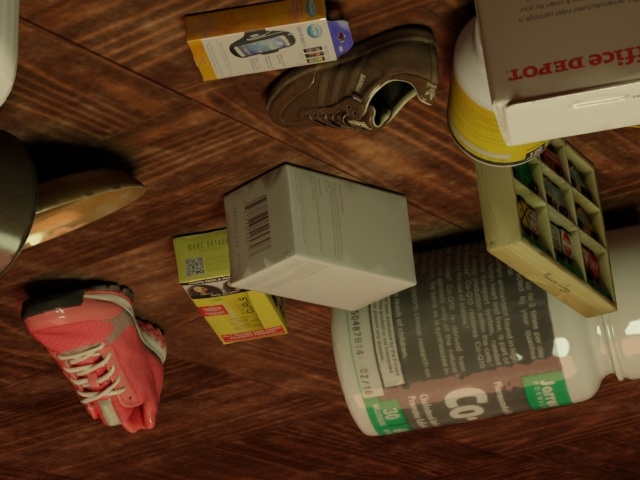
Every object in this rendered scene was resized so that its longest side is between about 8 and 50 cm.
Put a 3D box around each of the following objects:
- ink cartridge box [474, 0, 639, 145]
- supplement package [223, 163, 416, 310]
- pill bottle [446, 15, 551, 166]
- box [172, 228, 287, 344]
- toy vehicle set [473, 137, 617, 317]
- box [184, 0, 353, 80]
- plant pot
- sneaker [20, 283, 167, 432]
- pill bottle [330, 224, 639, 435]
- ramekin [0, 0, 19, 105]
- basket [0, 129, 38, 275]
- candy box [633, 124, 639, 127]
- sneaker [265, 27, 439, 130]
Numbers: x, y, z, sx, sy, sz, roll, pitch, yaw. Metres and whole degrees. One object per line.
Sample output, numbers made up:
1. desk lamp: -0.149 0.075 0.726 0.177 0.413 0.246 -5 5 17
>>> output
1. ink cartridge box: 0.190 -0.185 1.387 0.148 0.203 0.086 -9 159 8
2. supplement package: 0.000 0.000 1.955 0.179 0.105 0.105 14 151 -41
3. pill bottle: 0.165 -0.143 1.630 0.103 0.103 0.184 -6 160 -1
4. box: -0.100 0.054 2.129 0.087 0.058 0.232 -9 159 5
5. toy vehicle set: 0.221 -0.034 1.843 0.035 0.166 0.267 -16 157 24
6. box: -0.042 -0.174 1.596 0.136 0.028 0.081 -10 159 3
7. plant pot: -0.286 -0.023 1.819 0.236 0.032 0.236 -22 177 -1
8. sneaker: -0.253 0.146 2.218 0.116 0.136 0.314 -13 158 14
9. pill bottle: 0.206 0.097 2.129 0.361 0.204 0.204 -11 159 12
10. ramekin: -0.351 -0.168 1.368 0.277 0.135 0.277 -6 160 -2
11. basket: -0.394 -0.058 1.624 0.227 0.154 0.204 21 177 -42
12. candy box: 0.309 -0.141 1.787 0.206 0.027 0.105 2 154 -21
13. sneaker: 0.025 -0.128 1.673 0.188 0.071 0.066 -24 153 37
